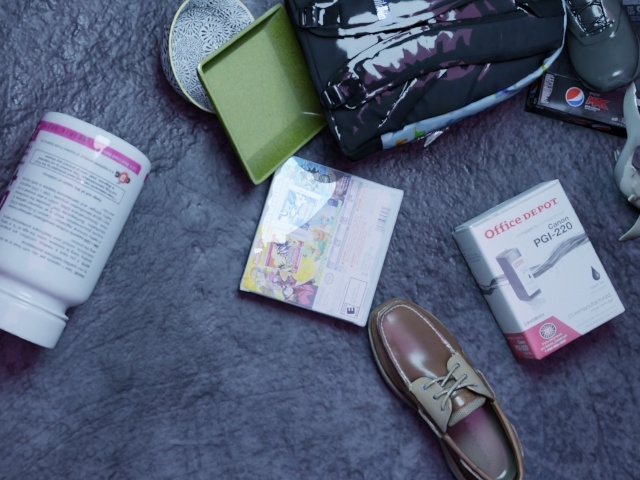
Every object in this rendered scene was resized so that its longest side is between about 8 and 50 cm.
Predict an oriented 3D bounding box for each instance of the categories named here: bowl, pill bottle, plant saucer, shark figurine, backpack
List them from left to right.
[{"bbox_3d":[-0.351,-0.011,1.567,0.160,0.160,0.283,25,81,-7],"label":"pill bottle"},{"bbox_3d":[-0.166,-0.256,1.648,0.170,0.080,0.170,1,89,-46],"label":"bowl"},{"bbox_3d":[-0.085,-0.202,1.642,0.188,0.045,0.188,-44,120,-36],"label":"plant saucer"},{"bbox_3d":[0.160,-0.290,1.657,0.355,0.273,0.290,-21,86,8],"label":"backpack"},{"bbox_3d":[0.461,-0.109,1.741,0.166,0.278,0.116,-35,50,16],"label":"shark figurine"}]

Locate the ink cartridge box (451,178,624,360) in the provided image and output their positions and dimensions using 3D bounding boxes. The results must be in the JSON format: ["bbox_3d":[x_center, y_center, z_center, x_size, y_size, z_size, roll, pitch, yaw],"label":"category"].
[{"bbox_3d":[0.313,0.043,1.719,0.158,0.092,0.218,-28,89,-12],"label":"ink cartridge box"}]

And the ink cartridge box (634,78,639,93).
[{"bbox_3d":[0.542,-0.245,1.816,0.115,0.029,0.063,-33,91,-12],"label":"ink cartridge box"}]

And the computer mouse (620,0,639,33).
[{"bbox_3d":[0.489,-0.396,1.805,0.188,0.072,0.272,1,73,-8],"label":"computer mouse"}]

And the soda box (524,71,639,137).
[{"bbox_3d":[0.394,-0.201,1.770,0.168,0.060,0.053,14,84,-10],"label":"soda box"}]

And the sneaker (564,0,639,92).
[{"bbox_3d":[0.373,-0.335,1.675,0.109,0.130,0.286,-23,56,22],"label":"sneaker"}]

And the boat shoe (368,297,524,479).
[{"bbox_3d":[0.187,0.216,1.662,0.123,0.116,0.324,-38,95,-13],"label":"boat shoe"}]

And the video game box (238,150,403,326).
[{"bbox_3d":[0.000,0.000,1.687,0.187,0.048,0.205,19,82,-10],"label":"video game box"}]
